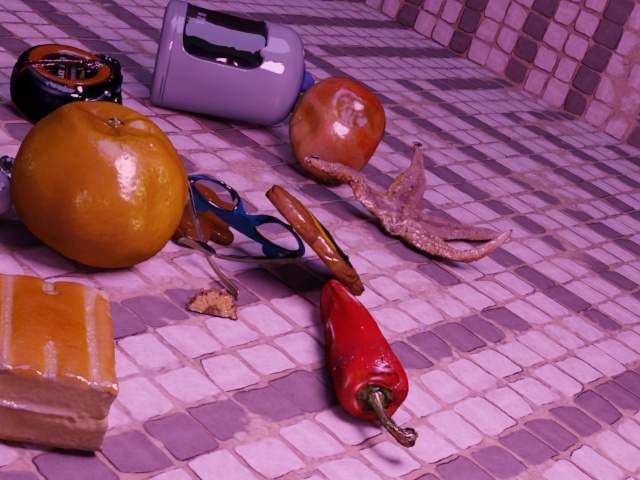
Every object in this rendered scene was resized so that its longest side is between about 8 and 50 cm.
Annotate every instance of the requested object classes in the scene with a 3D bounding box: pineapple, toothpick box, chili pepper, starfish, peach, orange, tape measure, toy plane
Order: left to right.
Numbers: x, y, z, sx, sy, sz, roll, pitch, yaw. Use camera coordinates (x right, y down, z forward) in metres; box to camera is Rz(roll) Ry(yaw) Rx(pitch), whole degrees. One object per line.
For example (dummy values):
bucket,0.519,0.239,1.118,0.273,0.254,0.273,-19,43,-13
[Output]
toy plane,-0.552,-0.093,1.732,0.174,0.080,0.174,6,39,-5
tape measure,-0.499,-0.300,2.157,0.223,0.135,0.202,9,36,-19
orange,-0.341,-0.090,1.695,0.279,0.235,0.279,24,17,-8
pineapple,-0.163,0.094,1.686,0.083,0.045,0.019,11,13,-12
toothpick box,-0.189,-0.375,2.428,0.355,0.263,0.263,10,25,-9
peach,0.029,-0.227,2.357,0.214,0.214,0.235,17,62,-8
chili pepper,0.059,0.170,1.624,0.110,0.110,0.387,12,23,-18
starfish,0.205,-0.078,2.232,0.398,0.132,0.384,34,31,18

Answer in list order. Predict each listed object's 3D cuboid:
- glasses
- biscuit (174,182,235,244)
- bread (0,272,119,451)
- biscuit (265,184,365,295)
glasses,-0.139,-0.007,1.815,0.239,0.102,0.207,33,25,-10
biscuit,-0.212,-0.037,1.935,0.138,0.031,0.205,33,24,-1
bread,-0.377,0.133,1.345,0.239,0.111,0.246,13,24,-18
biscuit,0.000,0.000,1.833,0.208,0.041,0.290,50,2,34
